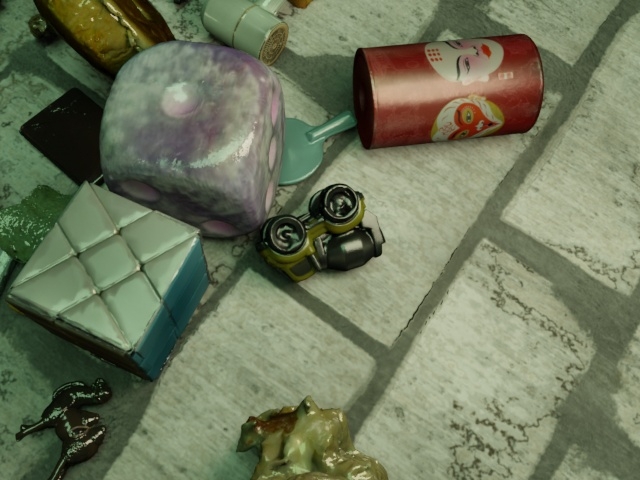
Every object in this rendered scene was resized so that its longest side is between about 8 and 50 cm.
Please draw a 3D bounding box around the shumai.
[{"bbox_3d":[-0.018,0.383,0.985,0.314,0.267,0.262,17,33,-26],"label":"shumai"}]

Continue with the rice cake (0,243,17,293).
[{"bbox_3d":[-0.588,0.039,1.141,0.033,0.033,0.208,17,68,-4],"label":"rice cake"}]

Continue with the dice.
[{"bbox_3d":[-0.217,-0.172,1.108,0.270,0.271,0.270,8,68,6],"label":"dice"}]

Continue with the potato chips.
[{"bbox_3d":[-0.489,-0.044,1.153,0.167,0.059,0.228,39,63,22],"label":"potato chips"}]

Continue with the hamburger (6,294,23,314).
[{"bbox_3d":[-0.526,0.096,1.117,0.076,0.044,0.083,19,71,5],"label":"hamburger"}]

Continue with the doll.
[{"bbox_3d":[-0.420,0.312,1.035,0.165,0.057,0.139,-36,72,-21],"label":"doll"}]

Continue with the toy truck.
[{"bbox_3d":[0.000,0.000,1.144,0.224,0.147,0.165,-30,95,-11],"label":"toy truck"}]

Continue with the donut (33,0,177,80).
[{"bbox_3d":[-0.416,-0.428,1.184,0.160,0.330,0.330,-33,73,9],"label":"donut"}]

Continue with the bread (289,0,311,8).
[{"bbox_3d":[-0.070,-0.627,1.421,0.103,0.065,0.187,-33,72,-9],"label":"bread"}]

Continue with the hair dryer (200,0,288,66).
[{"bbox_3d":[-0.090,-0.563,1.341,0.173,0.107,0.357,36,82,10],"label":"hair dryer"}]

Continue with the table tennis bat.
[{"bbox_3d":[-0.035,-0.205,1.269,0.244,0.040,0.153,-28,72,-9],"label":"table tennis bat"}]

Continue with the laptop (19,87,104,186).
[{"bbox_3d":[-0.487,-0.208,1.251,0.207,0.026,0.154,39,70,10],"label":"laptop"}]

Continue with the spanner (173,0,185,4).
[{"bbox_3d":[-0.269,-0.676,1.438,0.095,0.040,0.325,20,67,4],"label":"spanner"}]

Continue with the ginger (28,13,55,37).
[{"bbox_3d":[-0.515,-0.538,1.340,0.290,0.122,0.084,-46,109,-21],"label":"ginger"}]

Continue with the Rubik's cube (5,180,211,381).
[{"bbox_3d":[-0.338,0.077,1.037,0.221,0.225,0.231,24,68,5],"label":"Rubik's cube"}]

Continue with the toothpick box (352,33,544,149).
[{"bbox_3d":[0.246,-0.299,1.233,0.333,0.204,0.204,-7,69,-7],"label":"toothpick box"}]
